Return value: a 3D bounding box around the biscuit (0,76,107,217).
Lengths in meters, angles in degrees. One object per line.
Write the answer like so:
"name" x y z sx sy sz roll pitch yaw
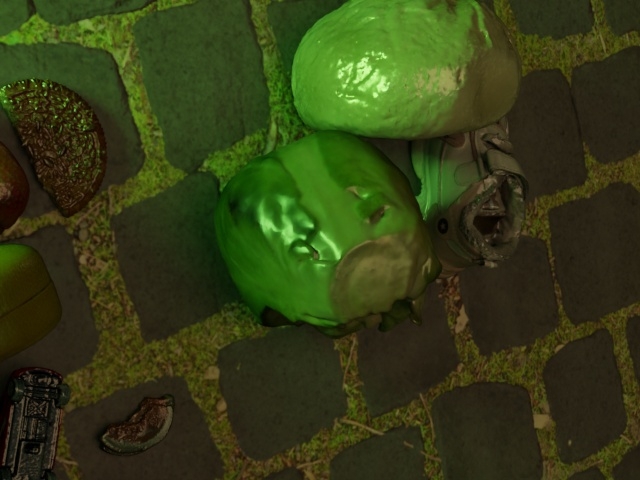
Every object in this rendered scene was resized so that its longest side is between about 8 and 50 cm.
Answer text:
"biscuit" -0.366 -0.145 1.808 0.126 0.025 0.206 -35 109 -29

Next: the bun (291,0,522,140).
"bun" 0.130 -0.282 1.974 0.349 0.352 0.227 -46 131 -68

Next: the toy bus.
"toy bus" -0.406 0.269 1.740 0.081 0.089 0.195 10 85 -34

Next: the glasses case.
"glasses case" -0.508 0.116 1.622 0.371 0.173 0.141 -29 109 -30

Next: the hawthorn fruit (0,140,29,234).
"hawthorn fruit" -0.459 -0.074 1.691 0.133 0.133 0.138 -16 83 -33

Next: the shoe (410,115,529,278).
"shoe" 0.269 -0.105 2.132 0.172 0.198 0.351 12 84 -35

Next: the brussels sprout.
"brussels sprout" 0.000 0.000 1.846 0.276 0.371 0.315 -11 96 -23

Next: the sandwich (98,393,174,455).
"sandwich" -0.263 0.277 1.872 0.135 0.029 0.067 -34 109 -30
